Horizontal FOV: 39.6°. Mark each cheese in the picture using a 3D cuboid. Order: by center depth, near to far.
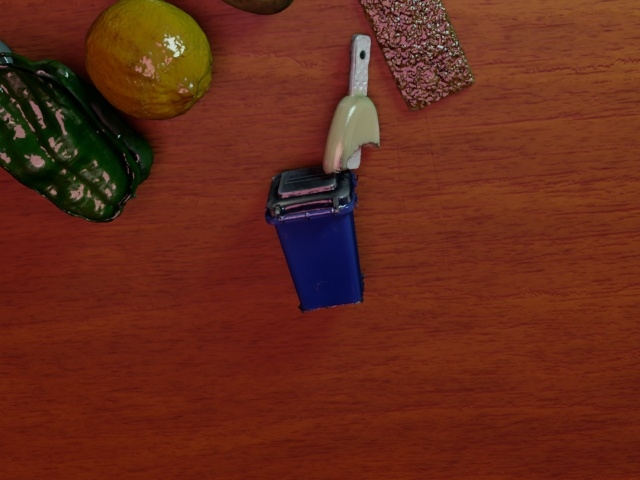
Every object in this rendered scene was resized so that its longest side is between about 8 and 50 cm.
[{"bbox_3d":[0.059,-0.231,1.514,0.050,0.127,0.235,12,105,40],"label":"cheese"}]

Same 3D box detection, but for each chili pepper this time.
[{"bbox_3d":[-0.454,-0.198,1.493,0.213,0.167,0.385,-41,118,15],"label":"chili pepper"}]

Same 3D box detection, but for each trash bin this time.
[{"bbox_3d":[0.000,0.000,1.567,0.163,0.184,0.234,-8,117,7],"label":"trash bin"}]

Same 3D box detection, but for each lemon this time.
[{"bbox_3d":[-0.279,-0.295,1.448,0.231,0.192,0.192,34,113,24],"label":"lemon"}]

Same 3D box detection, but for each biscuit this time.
[{"bbox_3d":[0.163,-0.339,1.500,0.131,0.025,0.230,-25,108,12],"label":"biscuit"}]

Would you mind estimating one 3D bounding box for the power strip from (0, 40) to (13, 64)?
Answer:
[{"bbox_3d":[-0.586,-0.270,1.554,0.137,0.044,0.216,-13,110,7],"label":"power strip"}]

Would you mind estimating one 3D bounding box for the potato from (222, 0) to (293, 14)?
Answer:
[{"bbox_3d":[-0.141,-0.449,1.414,0.251,0.113,0.149,24,147,-18],"label":"potato"}]
